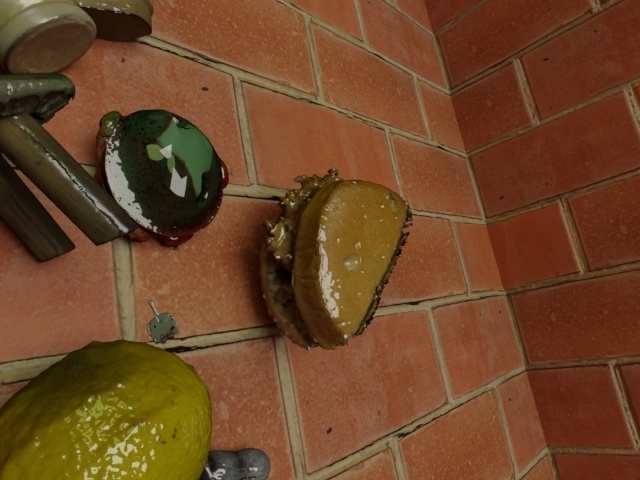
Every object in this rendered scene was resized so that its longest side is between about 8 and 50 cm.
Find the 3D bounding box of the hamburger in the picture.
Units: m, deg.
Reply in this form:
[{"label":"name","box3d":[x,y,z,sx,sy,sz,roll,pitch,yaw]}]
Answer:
[{"label":"hamburger","box3d":[0.000,0.000,1.000,0.287,0.268,0.445,51,48,-22]}]

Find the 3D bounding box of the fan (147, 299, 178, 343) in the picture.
[{"label":"fan","box3d":[-0.298,0.148,0.820,0.056,0.004,0.083,-31,97,-48]}]

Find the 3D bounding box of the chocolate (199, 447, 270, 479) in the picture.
[{"label":"chocolate","box3d":[-0.163,0.416,0.804,0.167,0.072,0.072,19,61,-44]}]

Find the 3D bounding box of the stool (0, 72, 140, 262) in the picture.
[{"label":"stool","box3d":[-0.442,-0.041,0.538,0.310,0.311,0.226,-37,111,-47]}]

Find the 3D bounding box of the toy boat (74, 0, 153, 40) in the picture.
[{"label":"toy boat","box3d":[-0.412,-0.445,0.868,0.188,0.116,0.061,-15,90,-46]}]

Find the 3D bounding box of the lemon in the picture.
[{"label":"lemon","box3d":[-0.280,0.271,0.594,0.322,0.268,0.268,-41,105,-42]}]

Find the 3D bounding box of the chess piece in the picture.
[{"label":"chess piece","box3d":[-0.529,-0.435,0.716,0.299,0.167,0.167,54,43,-10]}]

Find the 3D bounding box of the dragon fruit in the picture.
[{"label":"dragon fruit","box3d":[-0.299,-0.132,0.853,0.269,0.130,0.294,20,60,-35]}]
